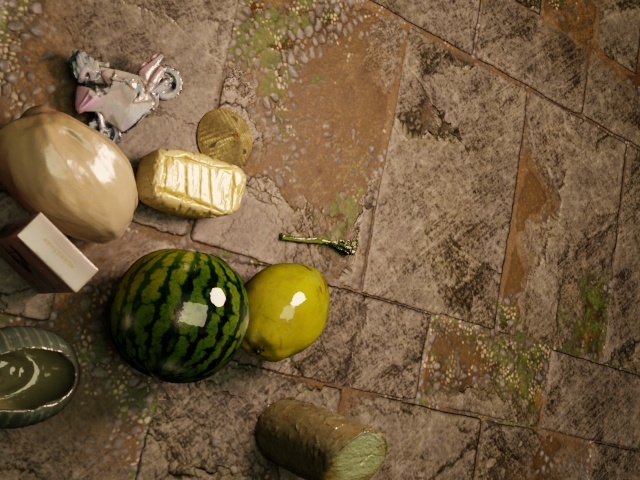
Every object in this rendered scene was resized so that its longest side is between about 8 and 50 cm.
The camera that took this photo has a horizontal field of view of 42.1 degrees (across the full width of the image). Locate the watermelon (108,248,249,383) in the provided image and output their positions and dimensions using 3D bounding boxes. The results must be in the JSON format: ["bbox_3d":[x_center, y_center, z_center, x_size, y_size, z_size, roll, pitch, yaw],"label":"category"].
[{"bbox_3d":[-0.286,0.149,1.684,0.285,0.285,0.285,3,85,-35],"label":"watermelon"}]

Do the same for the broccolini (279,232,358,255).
[{"bbox_3d":[0.001,0.000,2.039,0.218,0.042,0.044,12,79,-32],"label":"broccolini"}]

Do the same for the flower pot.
[{"bbox_3d":[-0.573,0.254,1.550,0.243,0.157,0.189,2,84,-34],"label":"flower pot"}]

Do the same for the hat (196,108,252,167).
[{"bbox_3d":[-0.203,-0.235,1.896,0.146,0.067,0.146,3,85,-35],"label":"hat"}]

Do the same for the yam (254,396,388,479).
[{"bbox_3d":[-0.001,0.458,1.859,0.168,0.304,0.168,-6,100,-38],"label":"yam"}]

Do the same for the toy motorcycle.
[{"bbox_3d":[-0.426,-0.326,1.722,0.239,0.108,0.204,-48,113,-27],"label":"toy motorcycle"}]

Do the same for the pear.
[{"bbox_3d":[-0.086,0.156,1.863,0.212,0.212,0.269,55,44,-19],"label":"pear"}]

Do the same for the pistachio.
[{"bbox_3d":[-0.483,-0.118,1.621,0.226,0.208,0.332,-34,131,13],"label":"pistachio"}]

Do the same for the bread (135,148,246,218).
[{"bbox_3d":[-0.284,-0.120,1.807,0.236,0.106,0.140,12,79,-34],"label":"bread"}]

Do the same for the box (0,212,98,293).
[{"bbox_3d":[-0.523,0.029,1.552,0.149,0.233,0.067,48,63,-22],"label":"box"}]
